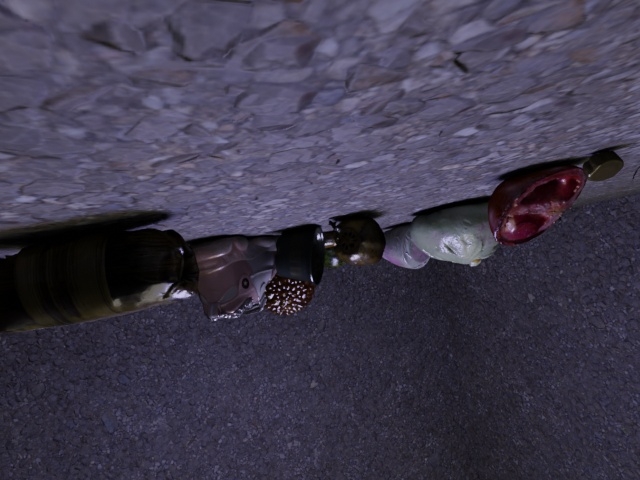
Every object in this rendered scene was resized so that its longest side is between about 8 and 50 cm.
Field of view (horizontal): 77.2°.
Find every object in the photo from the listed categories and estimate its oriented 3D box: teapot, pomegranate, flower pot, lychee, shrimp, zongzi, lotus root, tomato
[{"bbox_3d":[0.330,0.008,1.520,0.222,0.163,0.178,-23,-165,-33],"label":"teapot"},{"bbox_3d":[0.054,0.033,1.446,0.122,0.122,0.161,-15,-163,49],"label":"pomegranate"},{"bbox_3d":[-0.055,0.038,1.042,0.107,0.157,0.157,1,178,11],"label":"flower pot"},{"bbox_3d":[-0.127,0.142,1.438,0.268,0.267,0.267,-10,176,-1],"label":"lychee"},{"bbox_3d":[0.000,0.002,1.296,0.217,0.051,0.115,-11,178,-15],"label":"shrimp"},{"bbox_3d":[-0.329,0.060,0.673,0.286,0.134,0.288,-7,175,-2],"label":"zongzi"},{"bbox_3d":[0.103,0.003,1.018,0.123,0.123,0.241,0,179,20],"label":"lotus root"},{"bbox_3d":[0.398,-0.085,0.777,0.173,0.099,0.189,6,128,-31],"label":"tomato"}]

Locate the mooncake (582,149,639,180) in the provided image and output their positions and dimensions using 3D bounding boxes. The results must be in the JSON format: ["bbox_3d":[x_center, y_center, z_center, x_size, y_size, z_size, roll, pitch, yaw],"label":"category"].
[{"bbox_3d":[0.596,-0.136,0.765,0.150,0.057,0.347,-31,160,31],"label":"mooncake"}]

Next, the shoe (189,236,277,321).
[{"bbox_3d":[-0.212,0.098,1.053,0.172,0.198,0.351,-10,175,23],"label":"shoe"}]

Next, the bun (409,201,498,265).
[{"bbox_3d":[0.404,-0.011,1.164,0.284,0.179,0.283,-9,179,0],"label":"bun"}]
